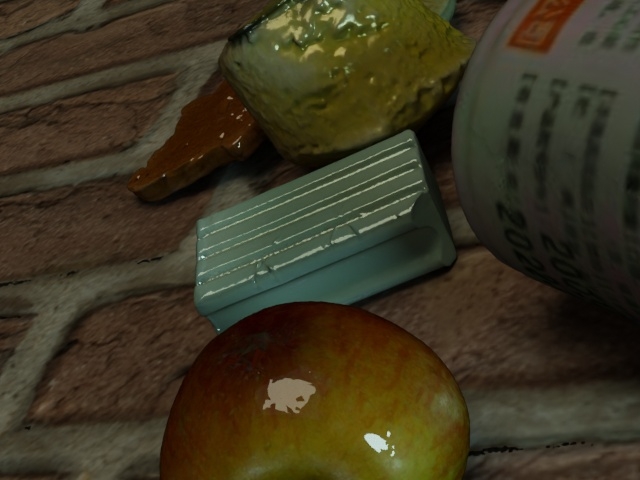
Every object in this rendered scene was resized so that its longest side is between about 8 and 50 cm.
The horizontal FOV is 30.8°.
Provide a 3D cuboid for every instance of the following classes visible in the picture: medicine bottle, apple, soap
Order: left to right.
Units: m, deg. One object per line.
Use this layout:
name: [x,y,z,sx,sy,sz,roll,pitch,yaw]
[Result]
apple: [-0.007,0.118,0.706,0.195,0.160,0.173,-15,14,12]
soap: [0.000,0.000,0.916,0.198,0.066,0.119,-23,35,11]
medicine bottle: [0.266,-0.028,0.610,0.219,0.219,0.388,-41,35,-16]

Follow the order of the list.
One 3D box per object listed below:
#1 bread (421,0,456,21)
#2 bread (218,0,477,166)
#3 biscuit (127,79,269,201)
bread: [0.078,-0.225,1.187,0.112,0.036,0.193,-43,31,-21]
bread: [0.022,-0.156,1.009,0.197,0.170,0.197,-39,15,12]
biscuit: [-0.076,-0.130,1.161,0.280,0.043,0.183,-36,30,-1]
